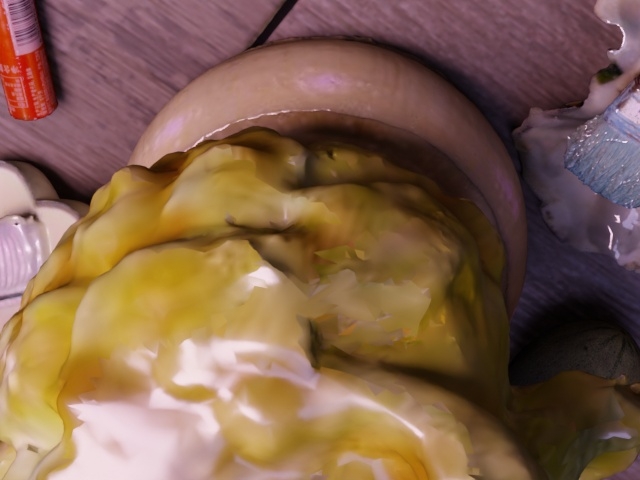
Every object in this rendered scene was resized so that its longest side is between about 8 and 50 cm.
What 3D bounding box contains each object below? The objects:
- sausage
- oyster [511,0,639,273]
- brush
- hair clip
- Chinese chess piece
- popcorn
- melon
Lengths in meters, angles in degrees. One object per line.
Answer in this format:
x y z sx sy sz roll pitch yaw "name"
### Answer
-0.194 -0.140 0.817 0.034 0.034 0.129 -3 123 6 "sausage"
0.271 -0.111 0.767 0.238 0.115 0.351 22 117 -1 "oyster"
0.212 -0.090 0.710 0.070 0.021 0.196 32 130 -9 "brush"
-0.236 0.029 0.879 0.218 0.071 0.159 -10 89 22 "hair clip"
0.000 0.000 0.852 0.270 0.112 0.270 1 122 2 "Chinese chess piece"
-0.020 0.078 0.695 0.335 0.274 0.279 -31 86 11 "popcorn"
0.178 0.113 0.921 0.098 0.098 0.130 25 124 -13 "melon"
